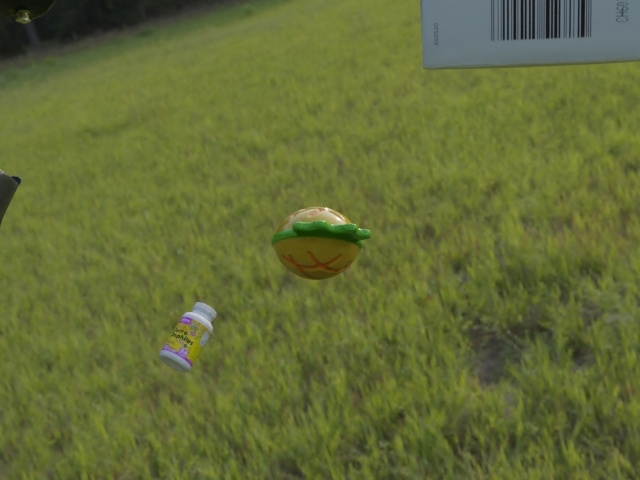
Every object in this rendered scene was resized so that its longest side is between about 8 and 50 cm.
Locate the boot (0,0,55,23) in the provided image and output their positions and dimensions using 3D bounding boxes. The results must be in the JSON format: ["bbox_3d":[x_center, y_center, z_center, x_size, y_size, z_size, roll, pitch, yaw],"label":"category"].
[{"bbox_3d":[-0.244,-0.136,0.555,0.179,0.236,0.085,7,18,-47],"label":"boot"}]

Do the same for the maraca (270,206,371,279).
[{"bbox_3d":[0.000,0.000,1.334,0.127,0.099,0.186,3,-13,-14],"label":"maraca"}]

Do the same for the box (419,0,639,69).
[{"bbox_3d":[0.168,-0.228,0.766,0.181,0.181,0.119,-1,11,8],"label":"box"}]

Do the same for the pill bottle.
[{"bbox_3d":[-0.162,0.119,1.212,0.043,0.043,0.083,-1,52,46],"label":"pill bottle"}]

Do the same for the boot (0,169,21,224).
[{"bbox_3d":[-0.496,-0.061,1.315,0.077,0.137,0.198,16,-13,20],"label":"boot"}]
